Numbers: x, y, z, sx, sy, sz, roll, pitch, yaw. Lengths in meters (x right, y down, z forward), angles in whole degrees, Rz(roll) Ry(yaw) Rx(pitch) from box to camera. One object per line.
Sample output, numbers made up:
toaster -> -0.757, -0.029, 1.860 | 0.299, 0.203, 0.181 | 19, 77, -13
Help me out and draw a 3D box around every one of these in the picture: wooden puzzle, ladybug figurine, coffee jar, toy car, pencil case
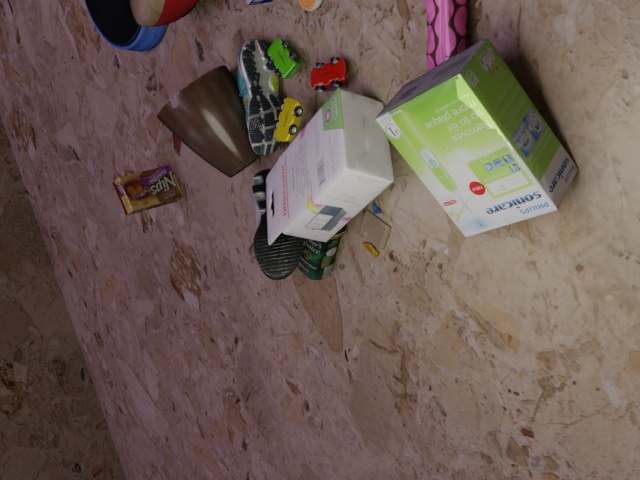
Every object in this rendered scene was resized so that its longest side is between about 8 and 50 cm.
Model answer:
wooden puzzle -> 0.123, -0.022, 1.640 | 0.078, 0.014, 0.116 | 42, 135, 22
ladybug figurine -> -0.344, -0.695, 1.704 | 0.449, 0.162, 0.305 | 117, 152, -45
coffee jar -> 0.000, 0.000, 1.739 | 0.096, 0.079, 0.184 | 42, 134, 29
toy car -> -0.047, -0.363, 1.625 | 0.239, 0.053, 0.225 | -44, 59, 27
pencil case -> 0.223, -0.379, 1.291 | 0.095, 0.098, 0.209 | 3, 111, 29

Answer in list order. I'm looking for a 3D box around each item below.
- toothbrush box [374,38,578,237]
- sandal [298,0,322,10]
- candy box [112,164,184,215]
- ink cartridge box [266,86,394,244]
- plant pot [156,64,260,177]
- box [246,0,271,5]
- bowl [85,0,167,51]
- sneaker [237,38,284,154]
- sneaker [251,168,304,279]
toothbrush box -> 0.267, -0.165, 1.247 | 0.283, 0.122, 0.206 | 49, 144, -17
sandal -> -0.026, -0.602, 1.489 | 0.102, 0.076, 0.265 | 32, 129, 36
candy box -> -0.513, -0.152, 2.170 | 0.053, 0.186, 0.109 | -26, 86, 48
ink cartridge box -> 0.006, -0.136, 1.578 | 0.353, 0.119, 0.207 | -42, 45, 50
plant pot -> -0.253, -0.281, 1.825 | 0.230, 0.215, 0.215 | 53, 141, -5
box -> -0.127, -0.613, 1.604 | 0.137, 0.072, 0.126 | -26, 86, 52
bowl -> -0.562, -0.730, 2.047 | 0.391, 0.077, 0.391 | 23, 123, 41
sneaker -> -0.146, -0.345, 1.754 | 0.110, 0.107, 0.275 | -163, 65, -64
sneaker -> -0.100, -0.013, 1.755 | 0.146, 0.122, 0.330 | 88, 177, -47
